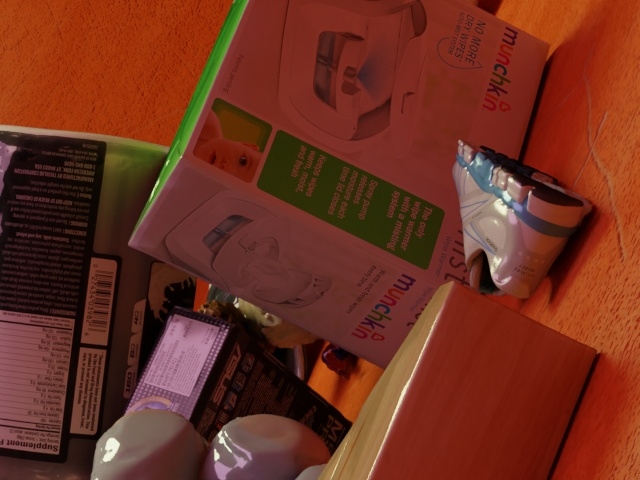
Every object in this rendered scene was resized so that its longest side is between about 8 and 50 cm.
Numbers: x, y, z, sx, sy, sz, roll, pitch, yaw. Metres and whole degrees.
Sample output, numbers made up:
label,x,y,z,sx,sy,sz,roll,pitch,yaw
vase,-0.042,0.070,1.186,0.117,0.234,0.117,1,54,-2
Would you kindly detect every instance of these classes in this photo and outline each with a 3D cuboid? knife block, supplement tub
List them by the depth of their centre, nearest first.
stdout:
label,x,y,z,sx,sy,sz,roll,pitch,yaw
knife block,0.034,0.191,0.959,0.275,0.088,0.242,-59,10,31
supplement tub,-0.196,0.078,1.442,0.193,0.194,0.316,-179,96,-82

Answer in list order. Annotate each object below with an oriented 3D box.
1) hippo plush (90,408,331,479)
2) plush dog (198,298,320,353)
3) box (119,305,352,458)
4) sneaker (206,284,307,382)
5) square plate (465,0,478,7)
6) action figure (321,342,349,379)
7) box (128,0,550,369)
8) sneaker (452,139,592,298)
label,x,y,z,sx,sy,sz,roll,pitch,yaw
hippo plush,-0.071,0.271,1.188,0.294,0.234,0.236,-48,-40,-54
plush dog,0.000,0.000,1.632,0.262,0.210,0.225,-37,-22,-30
box,-0.092,0.213,1.401,0.216,0.060,0.270,44,-115,-55
sneaker,-0.085,0.149,1.877,0.153,0.101,0.268,-117,40,-66
square plate,0.064,-0.114,1.928,0.344,0.049,0.347,-63,7,4
action figure,0.018,0.095,1.624,0.038,0.030,0.115,-59,2,-3
box,0.019,-0.070,1.378,0.127,0.231,0.262,-54,13,51
sneaker,0.111,-0.010,1.186,0.190,0.071,0.083,-103,33,-79
